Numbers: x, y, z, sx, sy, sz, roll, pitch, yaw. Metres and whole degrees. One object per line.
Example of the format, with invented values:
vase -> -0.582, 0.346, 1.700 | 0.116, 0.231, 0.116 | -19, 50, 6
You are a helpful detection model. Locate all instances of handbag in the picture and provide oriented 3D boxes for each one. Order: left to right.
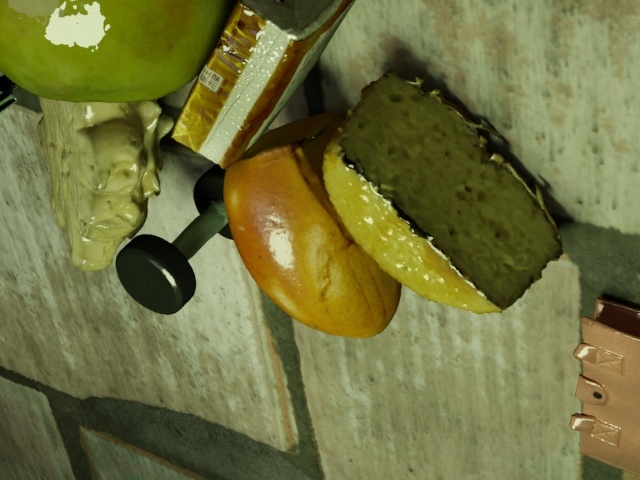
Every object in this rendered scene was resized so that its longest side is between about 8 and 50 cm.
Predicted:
handbag -> 0.347, 0.170, 1.430 | 0.157, 0.059, 0.212 | 18, 136, 28

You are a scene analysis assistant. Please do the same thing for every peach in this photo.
peach -> -0.223, -0.286, 1.316 | 0.281, 0.314, 0.315 | 42, 124, 40

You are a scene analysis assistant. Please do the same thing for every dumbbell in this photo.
dumbbell -> -0.151, -0.004, 1.603 | 0.100, 0.191, 0.100 | 23, 138, 22

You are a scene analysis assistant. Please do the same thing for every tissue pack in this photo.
tissue pack -> -0.045, -0.197, 1.334 | 0.092, 0.183, 0.226 | 33, 142, -1

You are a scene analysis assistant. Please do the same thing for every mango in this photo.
mango -> 0.000, 0.000, 1.463 | 0.138, 0.187, 0.257 | -3, 112, 45

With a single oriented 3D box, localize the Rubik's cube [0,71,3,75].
Rubik's cube -> -0.436, -0.308, 1.544 | 0.224, 0.231, 0.221 | 45, 142, 0

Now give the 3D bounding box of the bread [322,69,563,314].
bread -> 0.110, -0.036, 1.374 | 0.261, 0.160, 0.147 | 41, 149, -7

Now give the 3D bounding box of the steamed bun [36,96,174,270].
steamed bun -> -0.256, -0.116, 1.605 | 0.292, 0.137, 0.295 | 4, 106, 66

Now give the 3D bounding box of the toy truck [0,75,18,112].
toy truck -> -0.482, -0.248, 1.760 | 0.116, 0.085, 0.191 | -8, 121, 51
